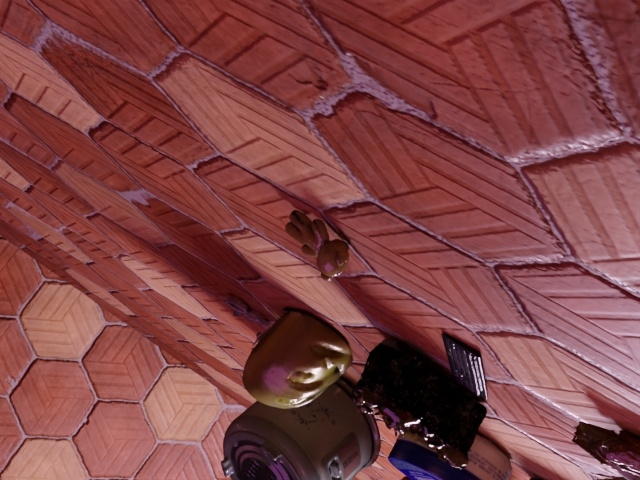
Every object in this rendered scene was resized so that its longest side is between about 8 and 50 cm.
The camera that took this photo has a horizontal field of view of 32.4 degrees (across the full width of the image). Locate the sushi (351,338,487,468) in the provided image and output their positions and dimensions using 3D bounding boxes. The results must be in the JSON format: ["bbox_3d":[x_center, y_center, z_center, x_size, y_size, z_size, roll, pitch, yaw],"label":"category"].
[{"bbox_3d":[0.141,0.244,1.667,0.212,0.115,0.147,37,171,-23],"label":"sushi"}]

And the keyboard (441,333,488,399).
[{"bbox_3d":[0.202,0.177,1.528,0.063,0.010,0.198,30,165,22],"label":"keyboard"}]

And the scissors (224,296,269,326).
[{"bbox_3d":[-0.157,0.143,2.175,0.100,0.015,0.189,33,167,-8],"label":"scissors"}]

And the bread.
[{"bbox_3d":[-0.050,0.225,1.929,0.158,0.156,0.260,37,166,-5],"label":"bread"}]

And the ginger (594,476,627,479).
[{"bbox_3d":[0.514,0.407,1.484,0.333,0.080,0.166,30,-179,-12],"label":"ginger"}]

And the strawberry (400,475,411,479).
[{"bbox_3d":[0.285,0.576,2.160,0.312,0.267,0.351,61,152,13],"label":"strawberry"}]

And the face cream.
[{"bbox_3d":[0.232,0.390,1.948,0.206,0.111,0.206,30,166,9],"label":"face cream"}]

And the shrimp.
[{"bbox_3d":[0.408,0.277,1.336,0.217,0.051,0.115,30,159,15],"label":"shrimp"}]

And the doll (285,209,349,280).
[{"bbox_3d":[-0.006,0.004,1.339,0.093,0.051,0.061,29,137,6],"label":"doll"}]

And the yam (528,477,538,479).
[{"bbox_3d":[0.425,0.501,1.897,0.194,0.107,0.107,26,163,26],"label":"yam"}]

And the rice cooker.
[{"bbox_3d":[-0.031,0.400,2.208,0.264,0.317,0.316,5,150,40],"label":"rice cooker"}]
